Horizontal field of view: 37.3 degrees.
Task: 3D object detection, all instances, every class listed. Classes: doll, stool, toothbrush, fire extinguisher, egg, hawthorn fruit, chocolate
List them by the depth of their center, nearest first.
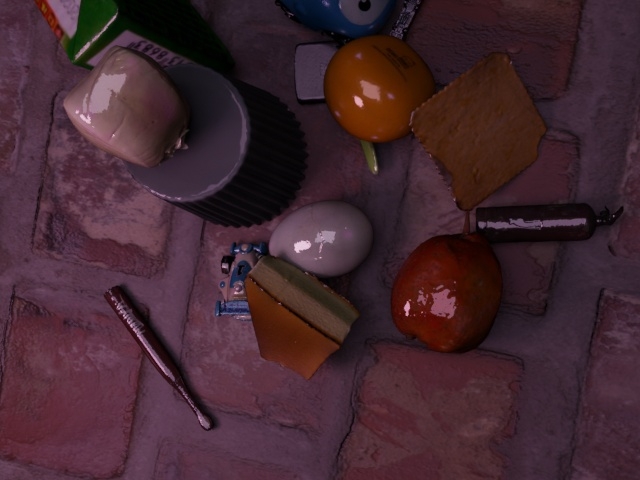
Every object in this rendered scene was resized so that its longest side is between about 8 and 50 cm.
[{"bbox_3d":[0.243,0.076,1.750,0.211,0.210,0.262,24,92,13],"label":"hawthorn fruit"},{"bbox_3d":[0.424,-0.037,1.774,0.268,0.089,0.072,-2,60,13],"label":"fire extinguisher"},{"bbox_3d":[-0.203,-0.177,1.801,0.297,0.330,0.297,-1,88,13],"label":"stool"},{"bbox_3d":[0.096,-0.268,1.821,0.213,0.213,0.236,45,138,11],"label":"doll"},{"bbox_3d":[-0.385,-0.452,1.834,0.161,0.360,0.341,-43,65,18],"label":"chocolate"},{"bbox_3d":[0.000,0.000,1.837,0.209,0.151,0.151,-12,85,14],"label":"egg"},{"bbox_3d":[-0.331,0.242,1.959,0.041,0.041,0.364,-40,80,8],"label":"toothbrush"}]

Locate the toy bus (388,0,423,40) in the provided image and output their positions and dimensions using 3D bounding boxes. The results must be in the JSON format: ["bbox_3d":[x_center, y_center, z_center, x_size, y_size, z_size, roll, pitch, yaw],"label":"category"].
[{"bbox_3d":[0.170,-0.438,1.876,0.031,0.043,0.110,27,92,9],"label":"toy bus"}]

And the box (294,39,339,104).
[{"bbox_3d":[0.010,-0.340,1.918,0.125,0.027,0.126,-2,85,10],"label":"box"}]

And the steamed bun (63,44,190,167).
[{"bbox_3d":[-0.293,-0.202,1.536,0.153,0.238,0.170,39,89,11],"label":"steamed bun"}]

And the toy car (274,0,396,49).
[{"bbox_3d":[0.021,-0.501,1.831,0.255,0.190,0.188,35,88,15],"label":"toy car"}]

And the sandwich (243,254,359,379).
[{"bbox_3d":[-0.065,0.148,1.820,0.220,0.108,0.186,37,138,-2],"label":"sandwich"}]

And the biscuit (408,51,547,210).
[{"bbox_3d":[0.304,-0.204,1.778,0.237,0.013,0.232,-37,110,-8],"label":"biscuit"}]

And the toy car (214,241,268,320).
[{"bbox_3d":[-0.150,0.082,1.895,0.126,0.098,0.161,1,89,11],"label":"toy car"}]
